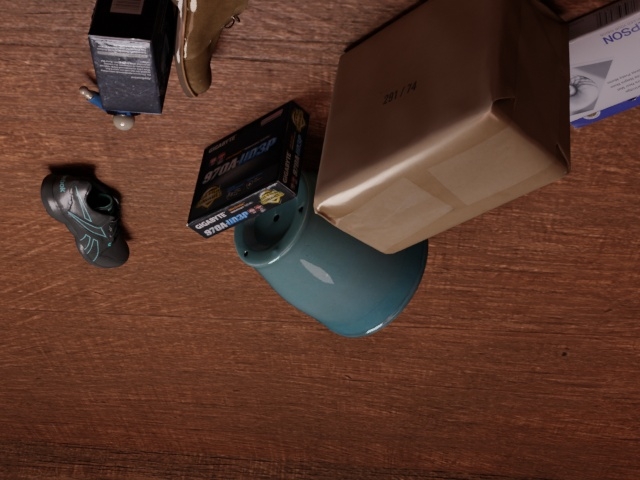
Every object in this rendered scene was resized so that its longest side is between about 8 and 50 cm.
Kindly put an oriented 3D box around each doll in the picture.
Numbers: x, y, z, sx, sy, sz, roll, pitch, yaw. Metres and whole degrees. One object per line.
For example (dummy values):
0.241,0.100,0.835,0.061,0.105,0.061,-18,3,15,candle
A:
-0.330,-0.243,1.656,0.129,0.046,0.189,-1,154,-6,doll

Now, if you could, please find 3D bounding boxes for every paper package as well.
0.169,-0.184,1.421,0.168,0.309,0.325,34,138,-32,paper package

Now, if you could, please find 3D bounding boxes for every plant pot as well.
0.000,0.000,1.743,0.272,0.271,0.255,-24,142,38,plant pot

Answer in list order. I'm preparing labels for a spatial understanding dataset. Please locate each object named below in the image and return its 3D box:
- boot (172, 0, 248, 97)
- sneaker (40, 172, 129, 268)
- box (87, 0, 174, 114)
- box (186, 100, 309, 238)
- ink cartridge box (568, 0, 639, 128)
-0.158,-0.320,1.468,0.115,0.112,0.305,-2,145,-7,boot
-0.428,-0.032,1.947,0.106,0.101,0.267,-9,144,18,sneaker
-0.269,-0.294,1.470,0.093,0.156,0.158,5,147,0,box
-0.121,-0.116,1.698,0.220,0.175,0.051,-23,135,37,box
0.431,-0.249,1.521,0.223,0.045,0.224,-21,139,34,ink cartridge box
